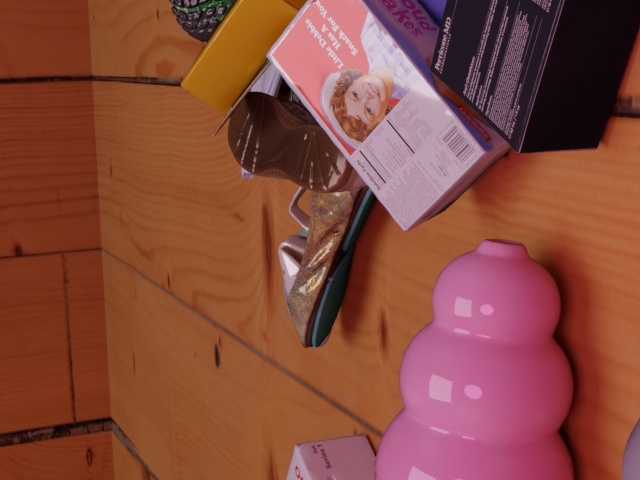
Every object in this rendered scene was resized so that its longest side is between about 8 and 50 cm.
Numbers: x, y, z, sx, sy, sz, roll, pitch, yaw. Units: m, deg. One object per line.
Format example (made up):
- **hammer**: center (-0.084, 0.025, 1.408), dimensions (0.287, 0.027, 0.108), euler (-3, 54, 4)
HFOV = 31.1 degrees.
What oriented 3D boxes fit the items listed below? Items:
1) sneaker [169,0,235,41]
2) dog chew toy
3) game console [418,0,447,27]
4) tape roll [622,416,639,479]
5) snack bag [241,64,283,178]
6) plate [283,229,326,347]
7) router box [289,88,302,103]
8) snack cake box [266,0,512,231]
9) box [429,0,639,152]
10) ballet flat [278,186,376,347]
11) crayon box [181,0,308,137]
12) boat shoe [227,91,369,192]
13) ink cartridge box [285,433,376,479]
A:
- **sneaker**: center (-0.121, -0.461, 1.729), dimensions (0.134, 0.146, 0.344), euler (18, 90, 29)
- **dog chew toy**: center (0.168, 0.164, 1.176), dimensions (0.206, 0.206, 0.332), euler (-158, 73, -65)
- **game console**: center (0.154, -0.254, 1.249), dimensions (0.085, 0.124, 0.144), euler (-78, -9, -74)
- **tape roll**: center (0.318, 0.163, 0.766), dimensions (0.219, 0.219, 0.072), euler (-118, 31, -43)
- **snack bag**: center (-0.105, -0.327, 1.874), dimensions (0.323, 0.037, 0.343), euler (113, 151, -46)
- **plate**: center (-0.026, 0.078, 1.824), dimensions (0.188, 0.024, 0.188), euler (176, 90, -67)
- **router box**: center (-0.001, -0.218, 1.667), dimensions (0.133, 0.046, 0.179), euler (-125, 37, -52)
- **snack cake box**: center (0.078, -0.162, 1.268), dimensions (0.264, 0.089, 0.152), euler (53, 133, 10)
- **box**: center (0.211, -0.240, 1.078), dimensions (0.184, 0.103, 0.261), euler (52, 139, 47)
- **ballet flat**: center (0.000, 0.000, 1.611), dimensions (0.123, 0.123, 0.349), euler (-117, 33, -41)
- **crayon box**: center (-0.072, -0.298, 1.499), dimensions (0.202, 0.081, 0.319), euler (-46, 15, 39)
- **boat shoe**: center (-0.025, -0.118, 1.477), dimensions (0.285, 0.089, 0.105), euler (34, 110, 49)
- **ink cartridge box**: center (0.022, 0.448, 1.670), dimensions (0.201, 0.117, 0.278), euler (-118, 31, -42)
